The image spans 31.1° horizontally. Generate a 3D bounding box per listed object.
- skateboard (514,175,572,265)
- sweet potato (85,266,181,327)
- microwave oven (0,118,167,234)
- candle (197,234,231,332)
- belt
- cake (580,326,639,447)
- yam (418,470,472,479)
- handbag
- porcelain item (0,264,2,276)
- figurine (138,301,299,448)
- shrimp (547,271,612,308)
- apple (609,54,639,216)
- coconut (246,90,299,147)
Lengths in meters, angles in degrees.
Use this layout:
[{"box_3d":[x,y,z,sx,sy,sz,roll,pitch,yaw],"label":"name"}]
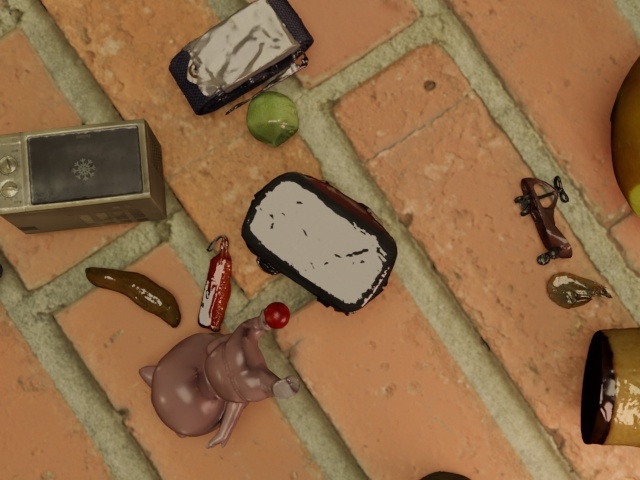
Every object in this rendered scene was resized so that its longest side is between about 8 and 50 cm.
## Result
[{"box_3d":[0.381,-0.039,1.908,0.080,0.067,0.151,-19,83,-10],"label":"skateboard"},{"box_3d":[-0.307,0.080,1.911,0.182,0.054,0.053,27,78,4],"label":"sweet potato"},{"box_3d":[-0.381,-0.102,1.856,0.241,0.194,0.145,-7,82,0],"label":"microwave oven"},{"box_3d":[-0.173,0.071,1.919,0.053,0.048,0.162,12,86,-33],"label":"candle"},{"box_3d":[-0.125,-0.296,1.886,0.231,0.139,0.126,-32,86,-3],"label":"belt"},{"box_3d":[0.513,0.242,1.821,0.178,0.185,0.207,10,65,5],"label":"cake"},{"box_3d":[0.205,0.465,1.786,0.161,0.268,0.161,0,97,2],"label":"yam"},{"box_3d":[0.000,0.000,1.847,0.254,0.181,0.181,32,87,0],"label":"handbag"},{"box_3d":[-0.600,0.060,1.868,0.114,0.147,0.147,45,88,1],"label":"porcelain item"},{"box_3d":[-0.144,0.216,1.835,0.287,0.186,0.176,-31,92,33],"label":"figurine"},{"box_3d":[0.429,0.089,1.917,0.108,0.023,0.059,20,96,2],"label":"shrimp"},{"box_3d":[0.628,-0.148,1.799,0.374,0.374,0.384,5,126,1],"label":"apple"},{"box_3d":[-0.079,-0.198,1.908,0.088,0.088,0.096,-1,74,1],"label":"coconut"}]
